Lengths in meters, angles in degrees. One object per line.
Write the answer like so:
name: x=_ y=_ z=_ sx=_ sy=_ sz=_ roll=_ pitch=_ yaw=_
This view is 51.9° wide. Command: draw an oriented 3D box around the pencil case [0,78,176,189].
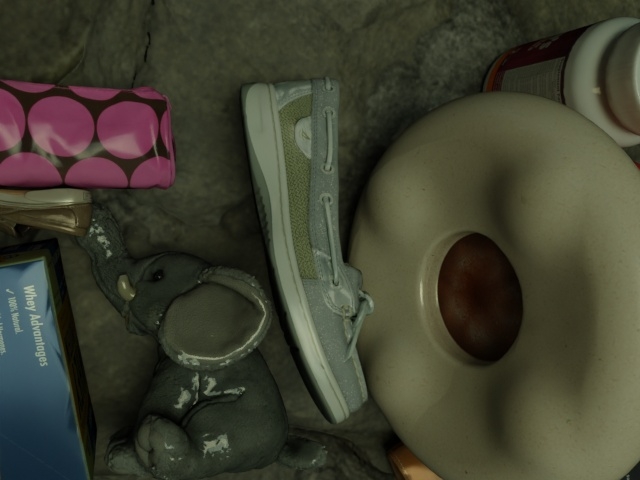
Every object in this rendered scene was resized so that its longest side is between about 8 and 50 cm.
pencil case: x=-0.231 y=-0.094 z=0.566 sx=0.209 sy=0.095 sz=0.098 roll=1 pitch=88 yaw=-21

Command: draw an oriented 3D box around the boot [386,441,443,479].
boot: x=0.217 y=0.294 z=0.741 sx=0.220 sy=0.109 sz=0.283 roll=-29 pitch=102 yaw=-15

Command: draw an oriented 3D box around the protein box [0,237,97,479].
protein box: x=-0.305 y=0.118 z=0.537 sx=0.201 sy=0.136 sz=0.200 roll=-11 pitch=99 yaw=-17

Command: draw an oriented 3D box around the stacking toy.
stacking toy: x=0.299 y=0.041 z=0.674 sx=0.479 sy=0.350 sz=0.351 roll=-3 pitch=97 yaw=-33

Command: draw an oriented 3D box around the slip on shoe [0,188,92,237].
slip on shoe: x=-0.267 y=-0.022 z=0.570 sx=0.135 sy=0.051 sz=0.041 roll=-1 pitch=88 yaw=-6

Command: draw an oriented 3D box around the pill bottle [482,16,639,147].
pill bottle: x=0.268 y=-0.151 z=0.652 sx=0.121 sy=0.221 sz=0.121 roll=-2 pitch=96 yaw=-18

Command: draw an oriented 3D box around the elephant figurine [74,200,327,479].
elephant figurine: x=-0.113 y=0.084 z=0.599 sx=0.186 sy=0.169 sz=0.240 roll=12 pitch=75 yaw=-47

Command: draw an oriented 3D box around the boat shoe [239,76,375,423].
boat shoe: x=0.000 y=-0.001 z=0.597 sx=0.103 sy=0.118 sz=0.321 roll=-11 pitch=74 yaw=-6

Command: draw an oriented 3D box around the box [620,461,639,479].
box: x=0.245 y=0.285 z=0.658 sx=0.158 sy=0.093 sz=0.156 roll=-3 pitch=89 yaw=-13
